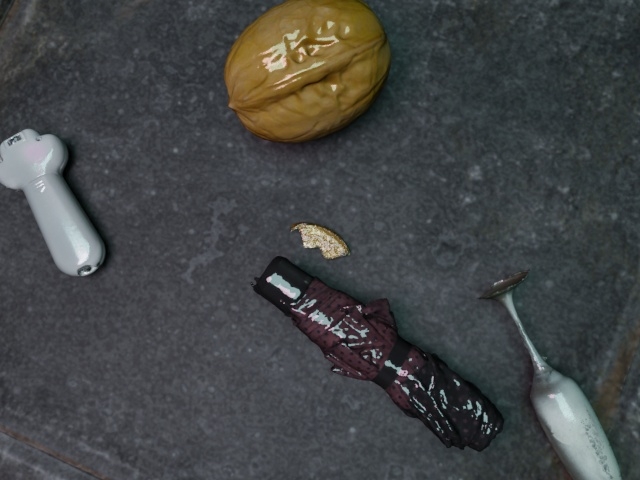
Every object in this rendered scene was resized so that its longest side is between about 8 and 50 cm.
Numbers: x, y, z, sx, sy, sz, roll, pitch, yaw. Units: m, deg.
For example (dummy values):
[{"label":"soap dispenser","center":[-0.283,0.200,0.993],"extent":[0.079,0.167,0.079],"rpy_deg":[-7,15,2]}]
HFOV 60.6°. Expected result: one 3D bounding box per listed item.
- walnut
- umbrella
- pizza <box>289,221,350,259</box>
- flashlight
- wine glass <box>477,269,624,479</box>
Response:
[{"label":"walnut","center":[-0.015,-0.200,0.647],"extent":[0.207,0.159,0.159],"rpy_deg":[-26,83,-6]},{"label":"umbrella","center":[0.062,0.129,0.634],"extent":[0.326,0.094,0.090],"rpy_deg":[35,59,5]},{"label":"pizza","center":[0.000,0.000,0.690],"extent":[0.083,0.016,0.037],"rpy_deg":[26,84,1]},{"label":"flashlight","center":[-0.335,-0.046,0.693],"extent":[0.093,0.047,0.200],"rpy_deg":[-30,86,-1]},{"label":"wine glass","center":[0.268,0.168,0.635],"extent":[0.074,0.074,0.262],"rpy_deg":[-25,85,-1]}]
